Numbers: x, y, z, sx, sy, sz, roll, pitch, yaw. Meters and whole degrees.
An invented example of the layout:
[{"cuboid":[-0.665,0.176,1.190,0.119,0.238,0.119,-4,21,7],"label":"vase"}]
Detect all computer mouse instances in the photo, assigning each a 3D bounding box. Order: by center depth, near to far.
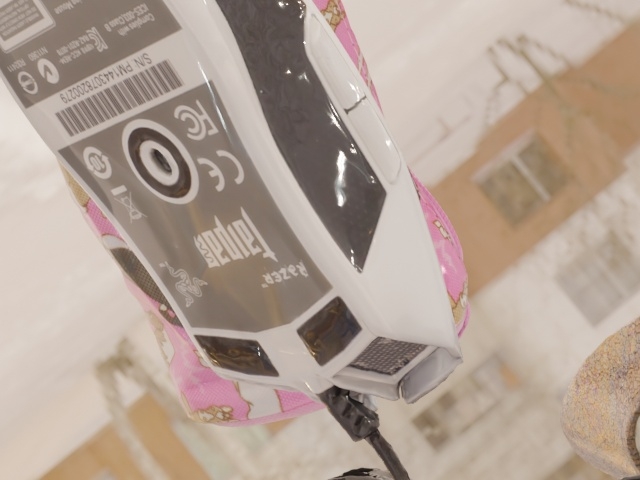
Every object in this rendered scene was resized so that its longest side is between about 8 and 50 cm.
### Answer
[{"cuboid":[0.000,0.000,0.361,0.106,0.193,0.042,-14,-158,51],"label":"computer mouse"}]

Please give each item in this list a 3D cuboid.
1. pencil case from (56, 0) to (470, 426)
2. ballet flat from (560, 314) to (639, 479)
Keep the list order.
[{"cuboid":[-0.060,-0.097,0.892,0.167,0.386,0.160,-13,-162,30],"label":"pencil case"},{"cuboid":[0.209,0.061,0.740,0.316,0.107,0.106,-35,-158,43],"label":"ballet flat"}]
